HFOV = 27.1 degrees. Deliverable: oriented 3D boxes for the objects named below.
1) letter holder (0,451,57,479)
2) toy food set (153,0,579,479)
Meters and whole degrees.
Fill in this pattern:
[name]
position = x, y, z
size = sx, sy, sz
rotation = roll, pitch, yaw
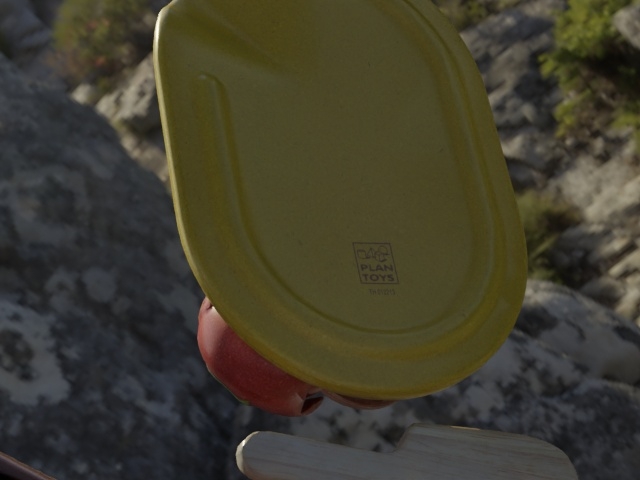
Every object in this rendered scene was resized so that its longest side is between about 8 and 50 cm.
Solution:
[letter holder]
position = -0.091, 0.136, 0.344
size = 0.301, 0.214, 0.152
rotation = 20, 64, 27
[toy food set]
position = 0.000, 0.000, 0.467
size = 0.071, 0.128, 0.218
rotation = 131, 136, -54
